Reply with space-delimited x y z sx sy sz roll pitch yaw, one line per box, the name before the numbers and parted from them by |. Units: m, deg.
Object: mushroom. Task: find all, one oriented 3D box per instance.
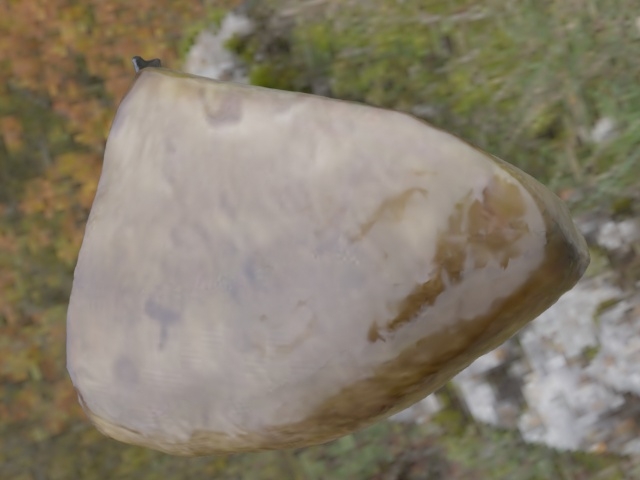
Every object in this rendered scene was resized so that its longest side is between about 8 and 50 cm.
mushroom | 0.000 0.041 1.577 0.397 0.224 0.314 10 77 36
